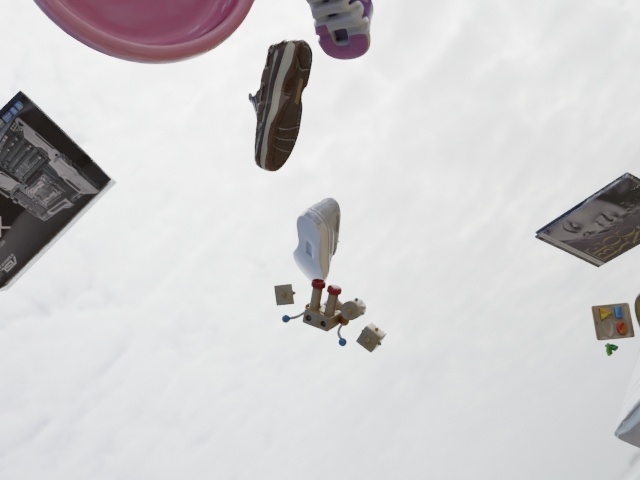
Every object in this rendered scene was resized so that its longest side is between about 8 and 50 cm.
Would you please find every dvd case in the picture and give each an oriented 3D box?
[{"bbox_3d":[0.523,-0.030,1.462,0.164,0.018,0.221,23,-38,-22],"label":"dvd case"}]

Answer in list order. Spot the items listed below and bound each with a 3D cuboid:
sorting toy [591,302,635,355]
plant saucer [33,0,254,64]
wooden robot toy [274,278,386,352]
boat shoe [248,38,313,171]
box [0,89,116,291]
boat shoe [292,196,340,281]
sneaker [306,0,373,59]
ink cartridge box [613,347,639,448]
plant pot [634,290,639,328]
[{"bbox_3d":[0.468,0.141,1.291,0.062,0.083,0.012,-5,-17,3],"label":"sorting toy"},{"bbox_3d":[-0.247,-0.385,1.089,0.332,0.332,0.084,-31,3,-28],"label":"plant saucer"},{"bbox_3d":[0.021,0.096,1.156,0.079,0.173,0.076,-11,-61,-65],"label":"wooden robot toy"},{"bbox_3d":[-0.089,-0.254,1.530,0.095,0.095,0.257,35,-113,-60],"label":"boat shoe"},{"bbox_3d":[-0.590,-0.092,1.563,0.307,0.242,0.076,-45,3,-5],"label":"box"},{"bbox_3d":[0.000,0.000,1.173,0.063,0.066,0.184,-40,-27,-22],"label":"boat shoe"},{"bbox_3d":[0.016,-0.377,1.138,0.104,0.095,0.236,-63,-40,-42],"label":"sneaker"},{"bbox_3d":[0.467,0.042,0.725,0.385,0.279,0.160,-61,-18,-24],"label":"ink cartridge box"},{"bbox_3d":[0.626,0.090,1.236,0.239,0.254,0.254,-28,-27,-8],"label":"plant pot"}]
